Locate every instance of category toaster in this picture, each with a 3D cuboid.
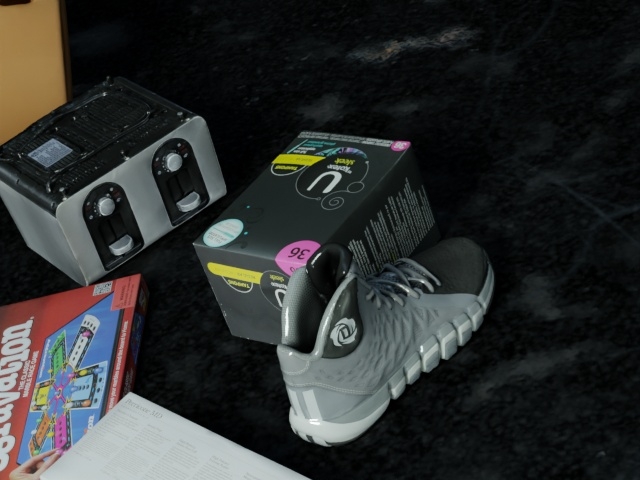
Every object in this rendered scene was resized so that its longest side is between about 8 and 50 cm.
[{"bbox_3d":[-0.204,-0.060,1.605,0.168,0.110,0.185,-35,37,-22],"label":"toaster"}]

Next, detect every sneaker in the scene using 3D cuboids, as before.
[{"bbox_3d":[0.048,0.039,1.313,0.086,0.132,0.229,12,45,39],"label":"sneaker"}]

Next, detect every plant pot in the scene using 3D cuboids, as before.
[{"bbox_3d":[-0.353,-0.177,1.728,0.203,0.291,0.291,-4,33,-5],"label":"plant pot"}]

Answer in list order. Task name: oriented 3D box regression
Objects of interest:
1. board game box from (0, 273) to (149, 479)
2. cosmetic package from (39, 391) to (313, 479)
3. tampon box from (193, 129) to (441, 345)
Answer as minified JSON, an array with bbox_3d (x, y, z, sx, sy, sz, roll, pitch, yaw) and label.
[{"bbox_3d":[-0.224,0.134,1.416,0.145,0.027,0.281,-14,34,11],"label":"board game box"},{"bbox_3d":[-0.075,0.193,1.205,0.239,0.060,0.099,21,53,37],"label":"cosmetic package"},{"bbox_3d":[0.000,0.000,1.421,0.120,0.101,0.161,9,43,37],"label":"tampon box"}]
